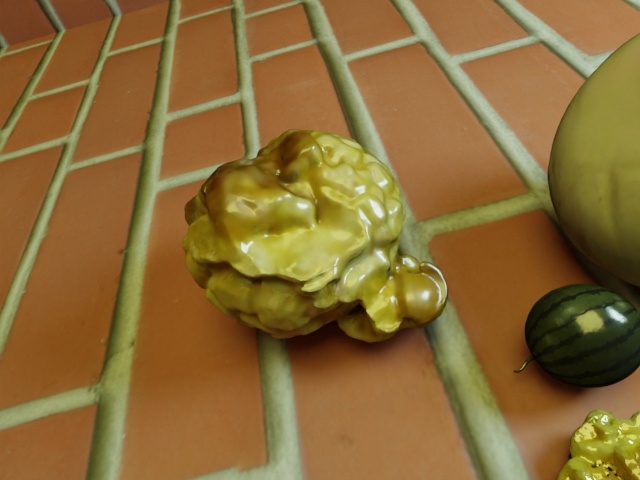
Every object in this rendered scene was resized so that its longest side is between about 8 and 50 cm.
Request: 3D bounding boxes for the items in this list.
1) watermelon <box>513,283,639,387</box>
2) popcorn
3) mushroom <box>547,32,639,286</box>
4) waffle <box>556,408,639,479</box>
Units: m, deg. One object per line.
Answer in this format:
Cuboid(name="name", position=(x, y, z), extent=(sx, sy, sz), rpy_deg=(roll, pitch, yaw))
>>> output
Cuboid(name="watermelon", position=(0.258, 0.103, 0.491), extent=(0.133, 0.105, 0.105), rpy_deg=(-31, 43, 17))
Cuboid(name="popcorn", position=(0.000, 0.000, 0.588), extent=(0.332, 0.225, 0.265), rpy_deg=(22, 66, 5))
Cuboid(name="mushroom", position=(0.425, -0.087, 0.487), extent=(0.355, 0.315, 0.315), rpy_deg=(18, 55, 32))
Cuboid(name="waffle", position=(0.296, 0.256, 0.353), extent=(0.280, 0.060, 0.262), rpy_deg=(21, 64, 39))
